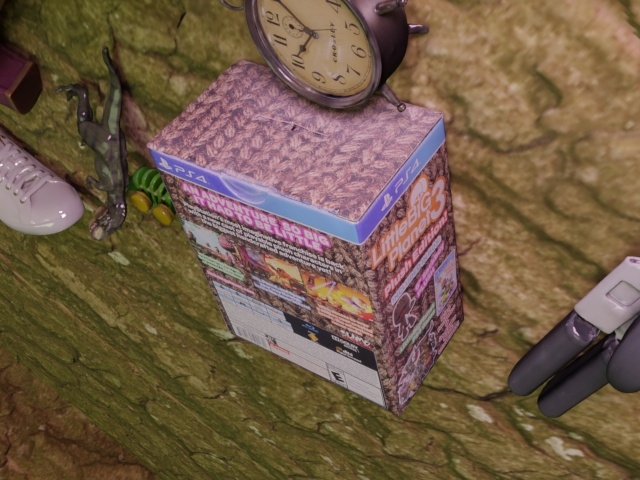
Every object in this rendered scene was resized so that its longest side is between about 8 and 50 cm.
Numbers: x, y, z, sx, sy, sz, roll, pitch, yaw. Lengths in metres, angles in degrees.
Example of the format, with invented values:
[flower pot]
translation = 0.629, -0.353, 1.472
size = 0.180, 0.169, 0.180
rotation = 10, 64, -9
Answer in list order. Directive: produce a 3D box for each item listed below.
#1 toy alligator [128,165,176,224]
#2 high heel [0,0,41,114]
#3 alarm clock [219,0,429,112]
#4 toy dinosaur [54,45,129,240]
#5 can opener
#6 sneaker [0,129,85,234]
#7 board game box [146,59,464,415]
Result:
[toy alligator]
translation = -0.178, -0.051, 1.042
size = 0.189, 0.056, 0.051
rotation = 28, 149, 20
[high heel]
translation = -0.447, -0.280, 0.952
size = 0.181, 0.127, 0.377
rotation = 25, 153, 4
[alarm clock]
translation = -0.010, -0.180, 0.662
size = 0.192, 0.064, 0.129
rotation = 25, 148, 21
[toy dinosaur]
translation = -0.273, -0.133, 1.025
size = 0.118, 0.064, 0.268
rotation = 42, 137, 39
[can opener]
translation = 0.237, 0.108, 0.742
size = 0.076, 0.095, 0.283
rotation = 36, 150, 9
[sneaker]
translation = -0.489, -0.102, 1.279
size = 0.290, 0.106, 0.123
rotation = 25, 150, 28
[board game box]
translation = 0.000, 0.000, 0.820
size = 0.232, 0.141, 0.291
rotation = 21, 146, 30
